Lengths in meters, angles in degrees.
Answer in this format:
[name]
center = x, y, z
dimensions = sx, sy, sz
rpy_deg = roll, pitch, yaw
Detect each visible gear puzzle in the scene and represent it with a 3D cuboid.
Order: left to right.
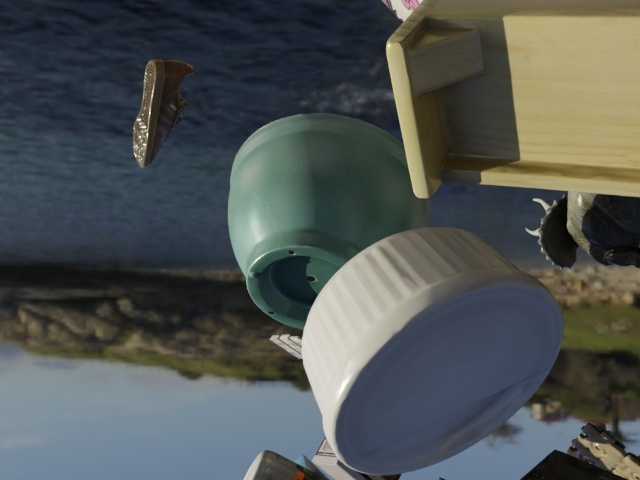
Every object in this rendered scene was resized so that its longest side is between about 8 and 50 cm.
[gear puzzle]
center = 0.573, 0.420, 1.738
dimensions = 0.339, 0.044, 0.175
rpy_deg = 37, 159, 18

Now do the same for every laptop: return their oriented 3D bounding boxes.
[laptop]
center = 0.351, 0.367, 1.527
dimensions = 0.264, 0.137, 0.234
rpy_deg = -30, -150, -32

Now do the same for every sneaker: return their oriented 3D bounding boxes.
[sneaker]
center = -0.236, -0.188, 1.589
dimensions = 0.071, 0.066, 0.188
rpy_deg = -4, 134, -27

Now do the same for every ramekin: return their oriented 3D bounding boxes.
[ramekin]
center = 0.104, 0.107, 1.078
dimensions = 0.272, 0.273, 0.127
rpy_deg = 4, -144, -36

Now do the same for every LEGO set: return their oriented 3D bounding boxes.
[LEGO set]
center = 0.032, 0.244, 2.099
dimensions = 0.244, 0.060, 0.182
rpy_deg = 35, 164, -13

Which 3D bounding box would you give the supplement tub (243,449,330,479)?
[supplement tub]
center = -0.008, 0.526, 1.873
dimensions = 0.316, 0.194, 0.193
rpy_deg = 27, 174, -1

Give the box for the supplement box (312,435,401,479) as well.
[supplement box]
center = 0.101, 0.306, 1.763
dimensions = 0.130, 0.239, 0.073
rpy_deg = 44, 151, -23

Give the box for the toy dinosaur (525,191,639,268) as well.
[toy dinosaur]
center = 0.326, -0.039, 1.120
dimensions = 0.160, 0.121, 0.313
rpy_deg = 19, 151, 5

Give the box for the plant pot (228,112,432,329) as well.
[plant pot]
center = 0.000, 0.000, 1.446
dimensions = 0.293, 0.196, 0.293
rpy_deg = 7, 138, 6

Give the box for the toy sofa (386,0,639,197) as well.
[toy sofa]
center = 0.248, -0.123, 0.796
dimensions = 0.362, 0.150, 0.177
rpy_deg = 7, -140, 28

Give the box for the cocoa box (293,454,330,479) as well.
[cocoa box]
center = -0.026, 0.686, 2.259
dimensions = 0.231, 0.228, 0.347
rpy_deg = -38, -155, 6

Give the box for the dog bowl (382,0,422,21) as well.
[dog bowl]
center = 0.218, -0.437, 1.370
dimensions = 0.150, 0.408, 0.408
rpy_deg = 35, -171, 21
